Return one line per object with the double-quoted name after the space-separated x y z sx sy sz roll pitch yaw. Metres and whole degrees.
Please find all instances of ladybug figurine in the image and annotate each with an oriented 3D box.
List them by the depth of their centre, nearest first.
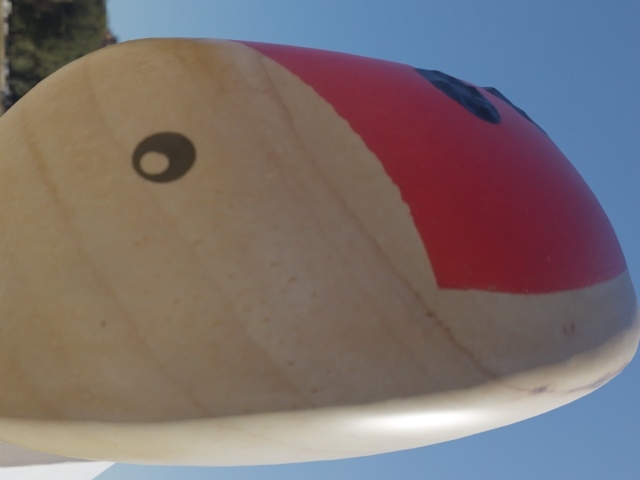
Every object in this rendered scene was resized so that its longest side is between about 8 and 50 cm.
0.000 0.000 0.541 0.305 0.449 0.162 2 -89 28 "ladybug figurine"

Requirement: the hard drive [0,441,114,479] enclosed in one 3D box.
-0.284 0.201 0.601 0.040 0.318 0.210 55 4 15 "hard drive"
